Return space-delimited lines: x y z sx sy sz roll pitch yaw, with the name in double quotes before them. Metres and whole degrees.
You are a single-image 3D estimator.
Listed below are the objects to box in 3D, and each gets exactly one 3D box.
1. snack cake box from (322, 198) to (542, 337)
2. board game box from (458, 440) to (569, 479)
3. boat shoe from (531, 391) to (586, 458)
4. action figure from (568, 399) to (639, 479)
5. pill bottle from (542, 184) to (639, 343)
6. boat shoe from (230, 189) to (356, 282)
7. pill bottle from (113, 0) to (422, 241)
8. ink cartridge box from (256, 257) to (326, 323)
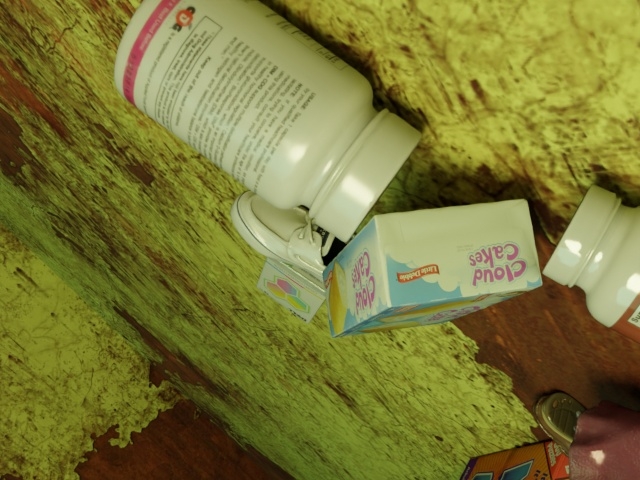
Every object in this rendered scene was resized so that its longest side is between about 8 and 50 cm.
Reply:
"snack cake box" 0.103 0.040 0.745 0.152 0.089 0.264 -5 167 -11
"board game box" 0.376 0.585 1.100 0.356 0.356 0.356 36 153 2
"boat shoe" 0.369 0.283 0.967 0.178 0.064 0.060 45 158 -1
"action figure" 0.437 0.261 0.678 0.370 0.248 0.276 -14 152 36
"pill bottle" 0.309 0.040 0.586 0.216 0.121 0.121 30 152 17
"boat shoe" 0.000 0.000 0.947 0.258 0.095 0.084 29 150 -7
"pill bottle" -0.049 -0.133 0.701 0.283 0.160 0.160 36 153 3
"ink cartridge box" -0.039 0.068 1.114 0.109 0.062 0.209 35 154 3
